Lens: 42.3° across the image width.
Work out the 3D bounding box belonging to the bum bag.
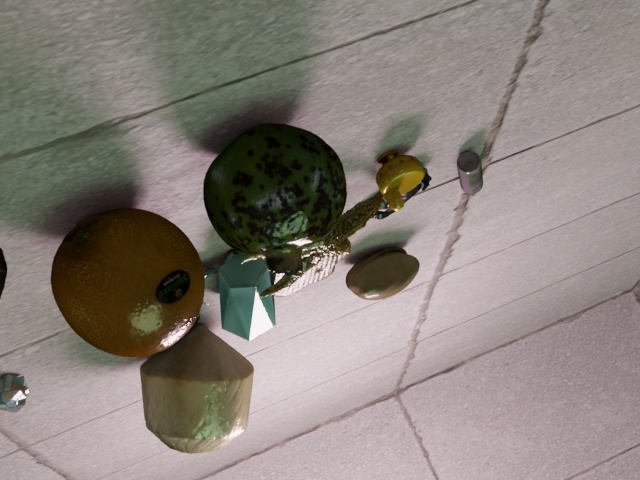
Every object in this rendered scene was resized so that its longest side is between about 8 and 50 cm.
[{"bbox_3d":[0.179,-0.101,1.910,0.087,0.049,0.197,7,141,-45],"label":"bum bag"}]

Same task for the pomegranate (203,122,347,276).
[{"bbox_3d":[-0.079,-0.070,1.453,0.254,0.271,0.254,-4,178,0],"label":"pomegranate"}]

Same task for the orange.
[{"bbox_3d":[-0.340,0.072,1.471,0.274,0.274,0.274,-22,157,-10],"label":"orange"}]

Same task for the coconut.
[{"bbox_3d":[-0.313,0.372,2.126,0.328,0.329,0.329,-22,157,-10],"label":"coconut"}]

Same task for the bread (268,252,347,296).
[{"bbox_3d":[-0.029,0.037,1.973,0.207,0.056,0.287,-15,153,-22],"label":"bread"}]

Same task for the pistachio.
[{"bbox_3d":[0.166,0.089,2.214,0.225,0.136,0.136,-19,157,-30],"label":"pistachio"}]

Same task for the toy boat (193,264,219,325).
[{"bbox_3d":[-0.320,0.154,1.916,0.291,0.070,0.210,-38,162,11],"label":"toy boat"}]

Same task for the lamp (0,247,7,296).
[{"bbox_3d":[-0.595,0.069,1.246,0.246,0.247,0.247,-22,157,-10],"label":"lamp"}]

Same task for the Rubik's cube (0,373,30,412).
[{"bbox_3d":[-0.712,0.350,1.902,0.073,0.075,0.084,-36,154,28],"label":"Rubik's cube"}]

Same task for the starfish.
[{"bbox_3d":[0.001,0.003,1.794,0.358,0.078,0.347,-56,151,14],"label":"starfish"}]

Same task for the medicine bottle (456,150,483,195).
[{"bbox_3d":[0.362,-0.149,1.988,0.057,0.058,0.199,-27,157,2],"label":"medicine bottle"}]

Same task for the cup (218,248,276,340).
[{"bbox_3d":[-0.170,0.115,1.913,0.134,0.148,0.236,-5,148,-6],"label":"cup"}]

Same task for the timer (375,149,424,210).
[{"bbox_3d":[0.173,-0.128,1.769,0.107,0.109,0.107,-22,157,-10],"label":"timer"}]
